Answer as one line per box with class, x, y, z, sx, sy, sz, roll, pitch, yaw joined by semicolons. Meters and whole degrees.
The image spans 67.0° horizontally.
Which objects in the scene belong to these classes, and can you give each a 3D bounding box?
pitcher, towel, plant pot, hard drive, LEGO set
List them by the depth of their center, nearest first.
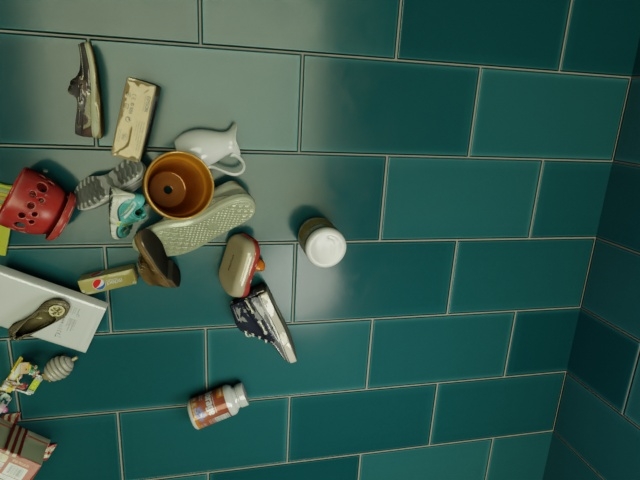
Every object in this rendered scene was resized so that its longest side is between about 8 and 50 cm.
plant pot;-0.868;-0.107;1.492;0.174;0.191;0.191;27;99;-33
plant pot;-0.459;-0.165;1.514;0.205;0.188;0.205;-1;92;-29
towel;-1.046;-0.072;1.555;0.102;0.021;0.237;15;103;-14
pitcher;-0.360;-0.283;1.586;0.207;0.125;0.177;-15;83;-15
hard drive;-0.931;0.237;1.630;0.353;0.047;0.233;25;118;-20
LEGO set;-1.018;0.480;1.670;0.107;0.132;0.287;33;119;-26

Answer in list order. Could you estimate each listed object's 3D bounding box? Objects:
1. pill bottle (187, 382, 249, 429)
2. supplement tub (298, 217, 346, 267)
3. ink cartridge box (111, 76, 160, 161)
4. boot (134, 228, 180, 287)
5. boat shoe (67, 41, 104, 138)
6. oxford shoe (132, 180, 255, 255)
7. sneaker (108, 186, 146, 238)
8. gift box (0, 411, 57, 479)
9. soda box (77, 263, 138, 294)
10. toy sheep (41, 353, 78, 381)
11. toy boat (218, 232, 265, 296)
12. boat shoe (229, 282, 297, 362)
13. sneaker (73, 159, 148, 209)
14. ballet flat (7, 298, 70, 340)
pill bottle;-0.393;0.633;1.872;0.216;0.121;0.121;-21;110;-7
supplement tub;0.000;0.000;1.728;0.144;0.199;0.144;-4;108;-12
ink cartridge box;-0.563;-0.372;1.483;0.088;0.193;0.234;13;103;-17
boot;-0.569;0.073;1.608;0.115;0.112;0.305;-5;145;2
boat shoe;-0.719;-0.454;1.472;0.092;0.103;0.285;-4;113;-17
oxford shoe;-0.432;-0.071;1.652;0.450;0.130;0.169;-24;145;8
sneaker;-0.612;-0.076;1.537;0.110;0.275;0.107;2;69;-22
gift box;-1.098;0.769;1.681;0.255;0.258;0.276;41;74;-19
soda box;-0.729;0.134;1.669;0.181;0.061;0.058;-13;110;-9
toy sheep;-0.917;0.445;1.703;0.132;0.091;0.091;-37;112;-10
toy boat;-0.265;0.093;1.744;0.151;0.151;0.231;7;107;-46
boat shoe;-0.217;0.334;1.833;0.158;0.127;0.340;-22;103;1
sneaker;-0.668;-0.165;1.572;0.281;0.115;0.105;-21;77;11
ballet flat;-0.927;0.265;1.585;0.250;0.058;0.084;-26;122;12
